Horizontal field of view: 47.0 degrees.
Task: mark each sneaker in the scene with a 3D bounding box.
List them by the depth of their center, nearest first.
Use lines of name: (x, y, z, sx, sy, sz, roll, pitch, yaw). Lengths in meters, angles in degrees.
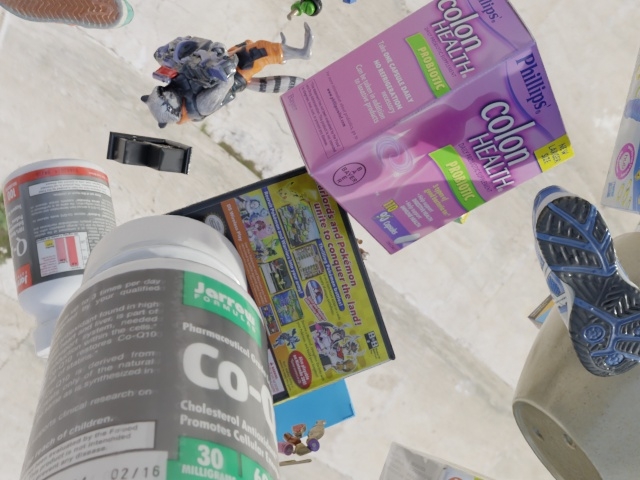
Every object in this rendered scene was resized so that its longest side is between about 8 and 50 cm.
sneaker: (0.259, 0.038, 0.707, 0.080, 0.081, 0.211, -19, 112, 12)
sneaker: (-0.553, -0.513, 1.592, 0.302, 0.121, 0.108, 15, 102, 0)

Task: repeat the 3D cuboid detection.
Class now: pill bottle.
pill bottle: (-0.144, 0.145, 0.653, 0.204, 0.361, 0.204, -5, 127, -6)
pill bottle: (-0.505, 0.037, 1.476, 0.210, 0.210, 0.362, -8, 74, -23)

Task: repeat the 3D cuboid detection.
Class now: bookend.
bookend: (-0.424, -0.216, 1.819, 0.157, 0.156, 0.072, 3, 101, -36)

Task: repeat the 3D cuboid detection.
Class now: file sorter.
file sorter: (-0.037, 0.314, 1.469, 0.170, 0.104, 0.118, -19, 98, -13)

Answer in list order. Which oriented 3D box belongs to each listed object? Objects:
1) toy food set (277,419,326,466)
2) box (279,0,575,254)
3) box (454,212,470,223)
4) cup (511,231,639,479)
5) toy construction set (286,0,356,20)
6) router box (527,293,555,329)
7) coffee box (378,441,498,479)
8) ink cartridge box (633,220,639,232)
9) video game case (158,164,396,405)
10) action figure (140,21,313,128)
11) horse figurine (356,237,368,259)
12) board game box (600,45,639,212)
toy food set: (-0.036, 0.325, 1.202, 0.078, 0.122, 0.019, -11, 103, 10)
box: (0.120, -0.122, 0.792, 0.243, 0.117, 0.213, -30, 146, 13)
box: (0.343, -0.131, 1.784, 0.179, 0.105, 0.043, -54, 137, -17)
cup: (0.376, 0.191, 0.886, 0.237, 0.331, 0.331, -34, 122, -11)
toy construction set: (0.015, -0.735, 1.781, 0.237, 0.258, 0.308, -53, 132, -33)
router box: (0.569, 0.137, 1.653, 0.179, 0.133, 0.046, -43, 102, -7)
coffee box: (0.242, 0.543, 1.139, 0.335, 0.337, 0.338, 22, 79, -3)
ink cartridge box: (0.437, 0.078, 0.940, 0.219, 0.093, 0.160, -39, 123, -42)
video game case: (-0.063, 0.066, 0.925, 0.248, 0.035, 0.274, -20, 97, -7)
action figure: (-0.166, -0.296, 1.365, 0.330, 0.341, 0.178, -26, 120, -12)
horse figurine: (0.000, 0.000, 1.810, 0.263, 0.174, 0.066, 9, 91, 0)
board game box: (0.377, -0.157, 0.631, 0.086, 0.302, 0.308, 11, 96, -3)
